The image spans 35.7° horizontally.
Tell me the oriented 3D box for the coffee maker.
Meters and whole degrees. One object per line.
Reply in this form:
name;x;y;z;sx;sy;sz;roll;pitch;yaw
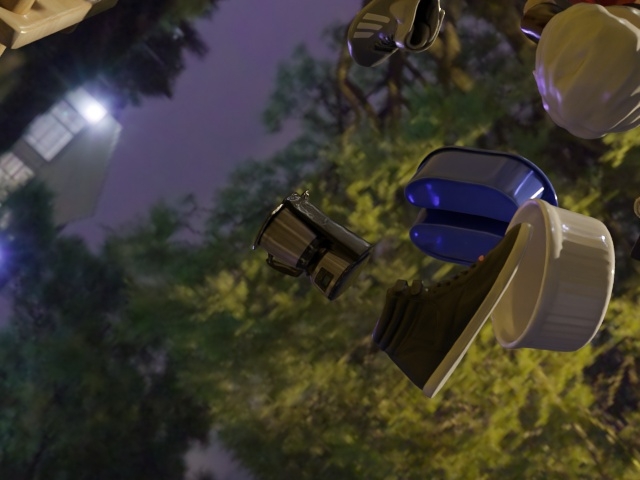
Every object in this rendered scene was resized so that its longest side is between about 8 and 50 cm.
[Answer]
coffee maker;0.000;0.000;1.754;0.171;0.178;0.120;-49;169;-30

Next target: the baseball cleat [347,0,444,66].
baseball cleat;0.088;-0.256;1.215;0.206;0.072;0.109;120;-35;-58

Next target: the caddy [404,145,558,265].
caddy;0.349;-0.080;2.200;0.341;0.241;0.179;12;-142;30

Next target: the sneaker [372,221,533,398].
sneaker;0.187;0.071;1.461;0.296;0.147;0.104;-56;167;-1

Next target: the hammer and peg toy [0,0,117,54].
hammer and peg toy;-0.387;-0.334;0.977;0.127;0.361;0.266;-48;-173;25

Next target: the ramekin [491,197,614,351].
ramekin;0.419;0.070;1.797;0.277;0.135;0.277;-170;-90;-83

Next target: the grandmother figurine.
grandmother figurine;0.247;-0.150;0.751;0.208;0.104;0.342;15;-157;27

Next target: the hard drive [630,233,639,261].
hard drive;0.389;-0.044;1.113;0.135;0.022;0.094;-45;156;-49

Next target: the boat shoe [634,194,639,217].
boat shoe;0.646;-0.081;1.744;0.206;0.075;0.065;-13;-155;3

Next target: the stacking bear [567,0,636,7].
stacking bear;0.261;-0.374;1.220;0.164;0.175;0.289;-66;-154;12
